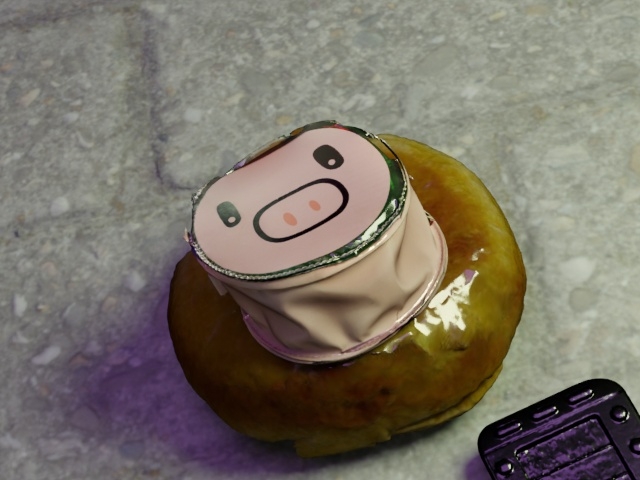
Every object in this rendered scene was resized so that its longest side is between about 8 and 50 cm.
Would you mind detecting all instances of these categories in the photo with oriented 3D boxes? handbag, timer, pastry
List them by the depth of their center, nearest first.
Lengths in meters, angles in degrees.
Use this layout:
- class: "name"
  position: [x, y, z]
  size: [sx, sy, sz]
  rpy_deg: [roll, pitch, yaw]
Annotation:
- class: "handbag"
  position: [0.000, -0.001, 1.185]
  size: [0.205, 0.116, 0.179]
  rpy_deg: [-31, 48, -9]
- class: "timer"
  position: [0.237, 0.223, 1.204]
  size: [0.144, 0.055, 0.187]
  rpy_deg: [-25, 57, -1]
- class: "pastry"
  position: [0.024, 0.049, 1.320]
  size: [0.356, 0.164, 0.356]
  rpy_deg: [-10, 48, 11]
